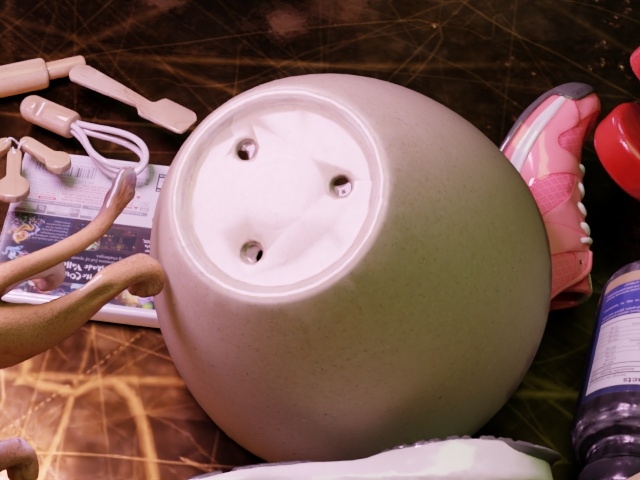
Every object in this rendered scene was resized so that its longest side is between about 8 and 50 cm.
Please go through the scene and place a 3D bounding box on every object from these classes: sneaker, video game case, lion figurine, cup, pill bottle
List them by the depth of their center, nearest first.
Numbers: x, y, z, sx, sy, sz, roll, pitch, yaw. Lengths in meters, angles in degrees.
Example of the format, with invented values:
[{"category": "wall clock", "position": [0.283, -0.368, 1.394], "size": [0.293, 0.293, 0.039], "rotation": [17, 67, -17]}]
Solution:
[{"category": "lion figurine", "position": [-0.286, 0.112, 1.302], "size": [0.142, 0.392, 0.240], "rotation": [40, 27, 26]}, {"category": "sneaker", "position": [-0.004, 0.262, 1.319], "size": [0.410, 0.158, 0.182], "rotation": [-9, 70, -5]}, {"category": "cup", "position": [0.000, 0.000, 1.376], "size": [0.331, 0.237, 0.331], "rotation": [-5, 70, 14]}, {"category": "pill bottle", "position": [0.271, 0.131, 1.440], "size": [0.123, 0.123, 0.219], "rotation": [14, 53, 7]}, {"category": "sneaker", "position": [0.190, -0.002, 1.568], "size": [0.136, 0.116, 0.314], "rotation": [31, 62, 7]}, {"category": "video game case", "position": [-0.188, -0.002, 1.582], "size": [0.190, 0.022, 0.173], "rotation": [7, 51, 1]}]

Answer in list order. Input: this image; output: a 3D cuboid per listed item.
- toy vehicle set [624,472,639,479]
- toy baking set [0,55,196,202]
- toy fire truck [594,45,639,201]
[{"category": "toy vehicle set", "position": [0.348, 0.217, 1.359], "size": [0.267, 0.166, 0.035], "rotation": [-24, 17, -20]}, {"category": "toy baking set", "position": [-0.255, -0.105, 1.638], "size": [0.256, 0.030, 0.197], "rotation": [-17, 46, -20]}, {"category": "toy fire truck", "position": [0.410, -0.086, 1.580], "size": [0.302, 0.169, 0.254], "rotation": [50, 37, 11]}]
